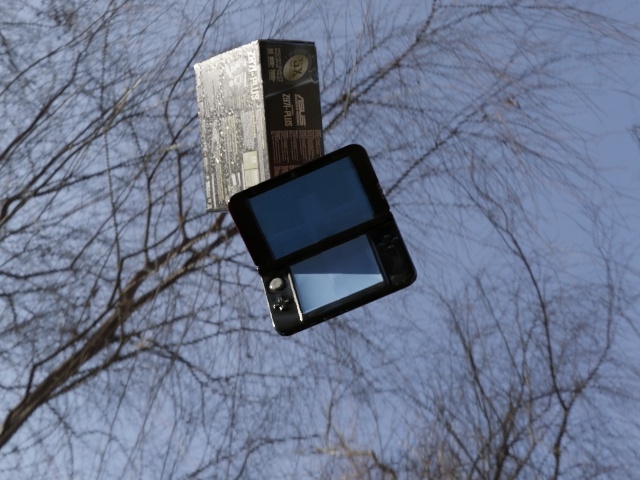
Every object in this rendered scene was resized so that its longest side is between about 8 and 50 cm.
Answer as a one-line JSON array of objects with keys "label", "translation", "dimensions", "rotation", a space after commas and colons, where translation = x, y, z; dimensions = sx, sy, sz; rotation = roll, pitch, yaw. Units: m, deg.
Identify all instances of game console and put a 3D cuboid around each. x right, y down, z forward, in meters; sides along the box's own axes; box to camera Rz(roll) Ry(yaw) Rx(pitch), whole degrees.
[{"label": "game console", "translation": [0.000, 0.000, 0.809], "dimensions": [0.144, 0.124, 0.085], "rotation": [-23, -42, 6]}]

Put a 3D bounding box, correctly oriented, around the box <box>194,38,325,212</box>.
[{"label": "box", "translation": [-0.070, -0.125, 0.985], "dimensions": [0.077, 0.147, 0.180], "rotation": [-6, -88, -36]}]
